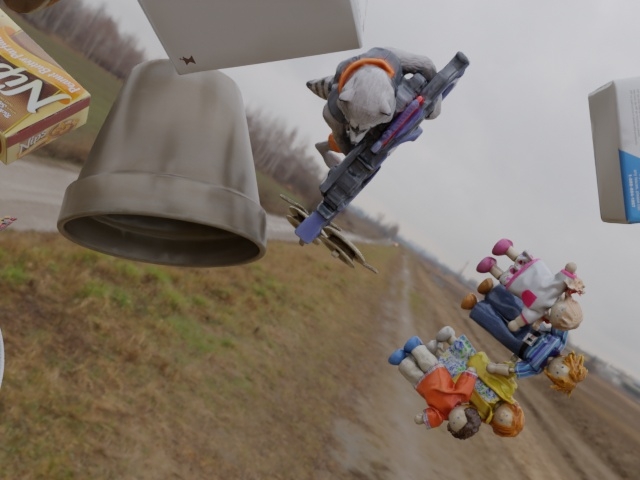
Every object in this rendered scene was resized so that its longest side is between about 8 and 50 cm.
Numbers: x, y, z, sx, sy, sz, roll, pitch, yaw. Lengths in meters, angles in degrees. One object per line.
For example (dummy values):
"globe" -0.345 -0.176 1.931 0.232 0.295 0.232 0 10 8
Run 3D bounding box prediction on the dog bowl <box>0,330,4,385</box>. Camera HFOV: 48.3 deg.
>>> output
"dog bowl" -0.654 0.210 1.189 0.104 0.264 0.265 -2 -4 11

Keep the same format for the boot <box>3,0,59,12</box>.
"boot" -0.368 -0.451 1.106 0.109 0.283 0.220 47 5 -27

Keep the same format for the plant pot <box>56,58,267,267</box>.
"plant pot" -0.238 -0.125 1.163 0.323 0.280 0.323 3 -16 1

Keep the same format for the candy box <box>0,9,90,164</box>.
"candy box" -0.596 -0.303 1.289 0.316 0.183 0.087 44 -38 6

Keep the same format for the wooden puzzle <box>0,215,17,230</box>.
"wooden puzzle" -0.617 -0.029 1.347 0.049 0.006 0.083 8 31 15

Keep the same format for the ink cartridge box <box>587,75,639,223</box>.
"ink cartridge box" 0.777 -0.196 1.445 0.395 0.285 0.166 -6 2 3

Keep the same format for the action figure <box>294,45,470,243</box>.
"action figure" 0.036 -0.172 1.046 0.178 0.341 0.330 42 0 -6

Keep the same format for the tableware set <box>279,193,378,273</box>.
"tableware set" 0.000 0.000 1.181 0.194 0.039 0.128 31 -13 51

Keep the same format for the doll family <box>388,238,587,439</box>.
"doll family" 0.223 0.135 0.855 0.118 0.263 0.163 28 16 -50

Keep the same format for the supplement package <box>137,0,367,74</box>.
"supplement package" -0.051 -0.264 0.505 0.149 0.203 0.194 -4 -37 16
